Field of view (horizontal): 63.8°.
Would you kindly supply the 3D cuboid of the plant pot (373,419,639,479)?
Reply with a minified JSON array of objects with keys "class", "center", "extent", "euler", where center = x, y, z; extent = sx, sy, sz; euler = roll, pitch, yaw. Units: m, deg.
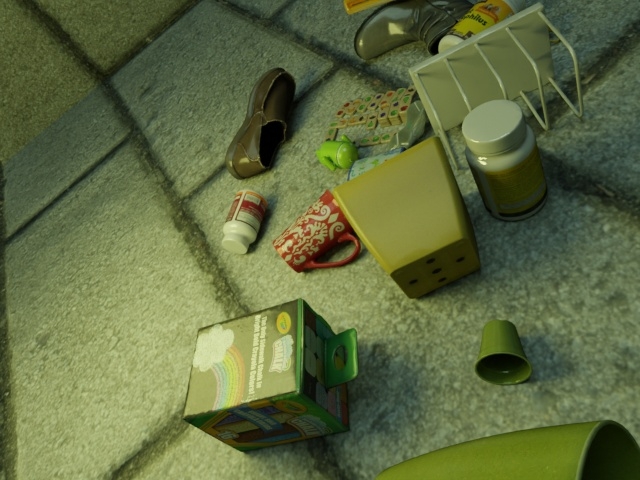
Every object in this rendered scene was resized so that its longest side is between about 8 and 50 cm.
[{"class":"plant pot","center":[0.199,0.349,0.594],"extent":[0.293,0.275,0.275],"euler":[-17,46,42]}]

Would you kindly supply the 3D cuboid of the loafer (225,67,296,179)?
[{"class":"loafer","center":[-0.137,-0.329,1.456],"extent":[0.130,0.134,0.366],"euler":[7,69,32]}]

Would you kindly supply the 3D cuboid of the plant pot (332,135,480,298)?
[{"class":"plant pot","center":[0.176,-0.019,0.939],"extent":[0.212,0.212,0.187],"euler":[-26,56,13]}]

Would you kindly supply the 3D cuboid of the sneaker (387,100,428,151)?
[{"class":"sneaker","center":[0.211,-0.247,1.203],"extent":[0.053,0.061,0.152],"euler":[35,97,38]}]

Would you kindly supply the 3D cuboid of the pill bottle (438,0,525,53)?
[{"class":"pill bottle","center":[0.396,-0.509,1.245],"extent":[0.215,0.117,0.117],"euler":[-47,44,-8]}]

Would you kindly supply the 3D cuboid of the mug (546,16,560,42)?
[{"class":"mug","center":[0.508,-0.478,1.190],"extent":[0.078,0.062,0.064],"euler":[-9,59,36]}]

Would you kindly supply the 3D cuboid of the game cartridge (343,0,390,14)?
[{"class":"game cartridge","center":[0.267,-0.771,1.499],"extent":[0.323,0.053,0.285],"euler":[-42,30,-26]}]

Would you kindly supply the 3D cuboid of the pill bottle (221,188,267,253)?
[{"class":"pill bottle","center":[-0.191,-0.046,1.276],"extent":[0.086,0.086,0.152],"euler":[-5,53,30]}]

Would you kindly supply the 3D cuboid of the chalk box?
[{"class":"chalk box","center":[-0.059,0.233,0.896],"extent":[0.289,0.179,0.180],"euler":[-17,47,20]}]

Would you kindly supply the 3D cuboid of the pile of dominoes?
[{"class":"pile of dominoes","center":[0.123,-0.325,1.331],"extent":[0.251,0.040,0.196],"euler":[-4,54,30]}]

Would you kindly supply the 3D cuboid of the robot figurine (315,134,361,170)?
[{"class":"robot figurine","center":[0.044,-0.212,1.269],"extent":[0.115,0.067,0.101],"euler":[14,52,40]}]

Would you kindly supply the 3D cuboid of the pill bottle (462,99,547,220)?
[{"class":"pill bottle","center":[0.329,-0.140,0.919],"extent":[0.119,0.208,0.119],"euler":[-18,48,21]}]

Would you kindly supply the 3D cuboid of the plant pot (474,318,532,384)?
[{"class":"plant pot","center":[0.282,0.169,0.801],"extent":[0.083,0.083,0.079],"euler":[-13,36,24]}]

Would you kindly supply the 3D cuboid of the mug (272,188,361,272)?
[{"class":"mug","center":[-0.006,-0.007,1.107],"extent":[0.169,0.113,0.150],"euler":[-39,42,4]}]

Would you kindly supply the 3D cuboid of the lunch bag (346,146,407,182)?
[{"class":"lunch bag","center":[0.129,-0.127,1.124],"extent":[0.129,0.096,0.151],"euler":[-12,59,26]}]

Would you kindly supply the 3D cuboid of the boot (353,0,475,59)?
[{"class":"boot","center":[0.261,-0.567,1.392],"extent":[0.338,0.118,0.223],"euler":[-30,49,15]}]

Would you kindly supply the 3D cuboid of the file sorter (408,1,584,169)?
[{"class":"file sorter","center":[0.357,-0.297,1.046],"extent":[0.277,0.193,0.173],"euler":[-23,49,16]}]
